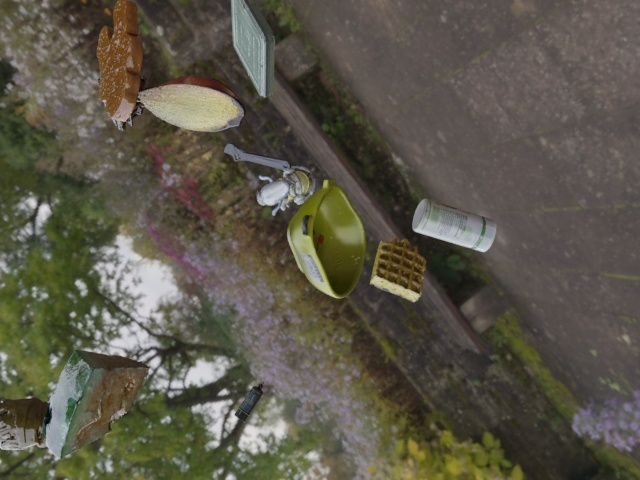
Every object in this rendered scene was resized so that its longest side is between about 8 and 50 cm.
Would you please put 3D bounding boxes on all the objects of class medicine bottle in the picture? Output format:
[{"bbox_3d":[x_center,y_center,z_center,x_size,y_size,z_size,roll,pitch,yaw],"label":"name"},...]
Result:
[{"bbox_3d":[0.321,-0.037,1.505,0.184,0.086,0.086,16,178,-10],"label":"medicine bottle"}]

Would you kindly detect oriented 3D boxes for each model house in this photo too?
[{"bbox_3d":[-0.611,-0.475,1.987,0.141,0.164,0.203,52,159,9],"label":"model house"}]

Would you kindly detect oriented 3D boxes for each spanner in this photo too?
[{"bbox_3d":[-0.166,-0.217,1.626,0.209,0.012,0.046,16,113,25],"label":"spanner"}]

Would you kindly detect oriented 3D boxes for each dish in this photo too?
[{"bbox_3d":[0.000,0.000,1.408,0.109,0.221,0.262,-1,136,30],"label":"dish"}]

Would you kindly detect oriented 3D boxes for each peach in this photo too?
[{"bbox_3d":[-0.331,-0.360,1.607,0.189,0.280,0.068,131,144,-50],"label":"peach"}]

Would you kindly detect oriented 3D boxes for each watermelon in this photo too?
[{"bbox_3d":[-0.645,0.439,1.724,0.151,0.264,0.302,21,-179,18],"label":"watermelon"}]

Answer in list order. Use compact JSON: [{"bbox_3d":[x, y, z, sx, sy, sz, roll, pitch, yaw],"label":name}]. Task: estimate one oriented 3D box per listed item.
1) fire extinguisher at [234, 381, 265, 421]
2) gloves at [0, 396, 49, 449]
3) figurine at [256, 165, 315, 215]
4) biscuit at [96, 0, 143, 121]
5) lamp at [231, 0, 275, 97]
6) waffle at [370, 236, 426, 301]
[{"bbox_3d":[-0.134,0.308,1.211,0.025,0.083,0.038,36,167,-8],"label":"fire extinguisher"},{"bbox_3d":[-0.868,0.550,1.879,0.141,0.332,0.154,143,131,-62],"label":"gloves"},{"bbox_3d":[-0.105,-0.155,1.895,0.208,0.184,0.128,-173,62,-88],"label":"figurine"},{"bbox_3d":[-0.488,-0.434,1.533,0.047,0.202,0.333,11,-129,-38],"label":"biscuit"},{"bbox_3d":[-0.212,-0.623,1.953,0.269,0.047,0.266,99,147,-60],"label":"lamp"},{"bbox_3d":[0.251,0.076,1.952,0.161,0.210,0.055,23,136,-4],"label":"waffle"}]
